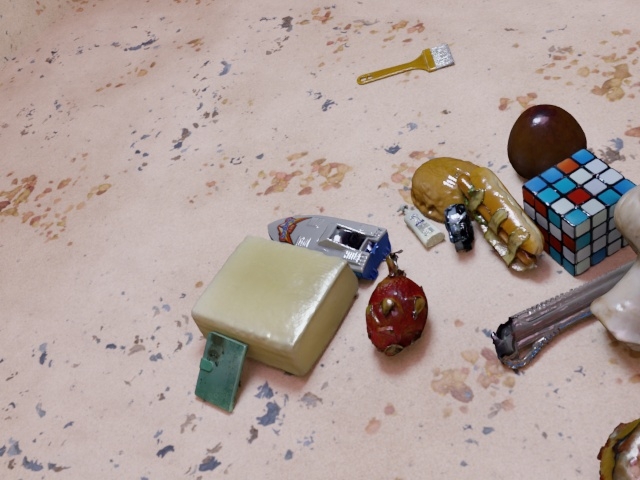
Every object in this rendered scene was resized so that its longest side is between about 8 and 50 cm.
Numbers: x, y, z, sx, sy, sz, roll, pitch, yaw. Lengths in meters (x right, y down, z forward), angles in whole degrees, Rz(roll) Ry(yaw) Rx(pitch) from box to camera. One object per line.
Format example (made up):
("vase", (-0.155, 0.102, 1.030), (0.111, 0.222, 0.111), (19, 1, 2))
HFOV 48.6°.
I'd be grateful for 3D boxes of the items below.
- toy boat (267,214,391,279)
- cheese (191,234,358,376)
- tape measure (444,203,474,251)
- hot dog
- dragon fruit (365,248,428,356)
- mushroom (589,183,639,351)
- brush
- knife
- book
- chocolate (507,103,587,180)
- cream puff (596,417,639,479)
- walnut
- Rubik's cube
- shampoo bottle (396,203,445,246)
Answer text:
("toy boat", (0.000, 0.000, 1.571), (0.295, 0.088, 0.129), (14, 55, 31))
("cheese", (-0.093, 0.125, 1.470), (0.266, 0.124, 0.242), (14, 52, 32))
("tape measure", (0.292, -0.028, 1.486), (0.054, 0.091, 0.094), (-15, 63, 18))
("hot dog", (0.359, -0.047, 1.435), (0.072, 0.109, 0.269), (-18, 56, -20))
("dragon fruit", (0.147, 0.111, 1.392), (0.125, 0.125, 0.246), (-12, 39, 15))
("mushroom", (0.584, 0.049, 1.177), (0.290, 0.297, 0.297), (-39, 42, 16))
("brush", (0.232, -0.483, 1.981), (0.272, 0.013, 0.103), (-15, 45, 9))
("knife", (0.475, 0.126, 1.304), (0.365, 0.043, 0.089), (-26, 78, -6))
("book", (-0.201, 0.258, 1.408), (0.103, 0.017, 0.135), (16, 94, 32))
("chocolate", (0.486, -0.212, 1.527), (0.177, 0.176, 0.176), (-11, 46, 12))
("cream puff", (0.511, 0.354, 0.994), (0.240, 0.164, 0.240), (-5, 61, 9))
("walnut", (0.285, -0.128, 1.580), (0.211, 0.087, 0.167), (26, 66, 38))
("Rubik's cube", (0.503, -0.055, 1.376), (0.154, 0.155, 0.151), (-31, 45, -7))
("shampoo bottle", (0.216, -0.039, 1.561), (0.049, 0.034, 0.141), (-35, 45, -2))
